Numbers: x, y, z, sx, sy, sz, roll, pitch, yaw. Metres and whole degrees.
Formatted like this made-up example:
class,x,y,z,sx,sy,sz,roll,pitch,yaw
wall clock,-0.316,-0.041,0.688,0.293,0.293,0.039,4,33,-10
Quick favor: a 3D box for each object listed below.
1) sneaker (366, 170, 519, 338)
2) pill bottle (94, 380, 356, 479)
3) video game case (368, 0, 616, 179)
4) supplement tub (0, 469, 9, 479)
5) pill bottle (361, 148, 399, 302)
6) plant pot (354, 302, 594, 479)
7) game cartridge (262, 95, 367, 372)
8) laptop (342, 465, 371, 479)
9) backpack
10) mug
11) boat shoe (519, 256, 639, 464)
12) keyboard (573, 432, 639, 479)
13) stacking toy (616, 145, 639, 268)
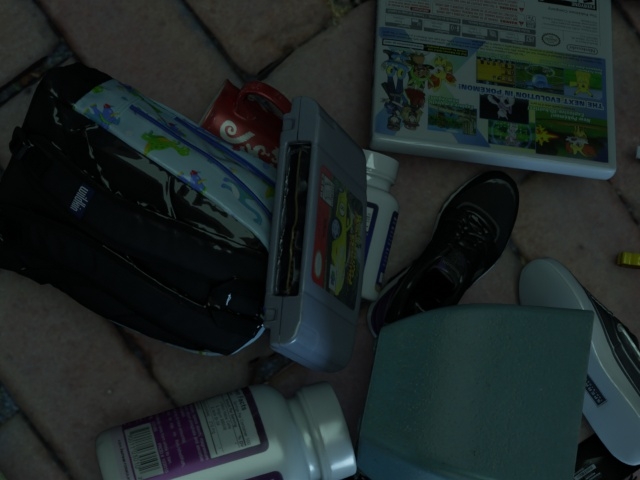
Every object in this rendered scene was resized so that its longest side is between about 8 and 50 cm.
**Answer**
class,x,y,z,sx,sy,sz,roll,pitch,yaw
sneaker,0.180,0.027,1.722,0.107,0.124,0.283,38,81,-4
pill bottle,-0.116,0.277,1.637,0.301,0.169,0.169,-15,88,-9
video game case,0.232,-0.240,1.757,0.329,0.036,0.300,7,67,-8
supplement tub,-0.455,0.368,1.546,0.235,0.235,0.325,-37,92,-9
pill bottle,0.042,-0.021,1.713,0.112,0.112,0.187,15,83,-7
plant pot,0.177,0.214,1.609,0.252,0.248,0.247,11,66,5
game cartridge,0.000,0.000,1.555,0.060,0.196,0.294,0,75,17
laptop,0.145,0.357,1.678,0.234,0.136,0.264,39,37,-1
backpack,-0.187,-0.019,1.593,0.355,0.273,0.290,32,117,16
mug,-0.075,-0.120,1.690,0.169,0.150,0.113,31,77,-9
boat shoe,0.378,0.149,1.760,0.102,0.108,0.301,-22,74,-41
keyboard,0.365,0.329,1.779,0.192,0.038,0.100,-32,67,-8
stacking toy,0.516,-0.036,1.763,0.221,0.052,0.167,6,83,29
